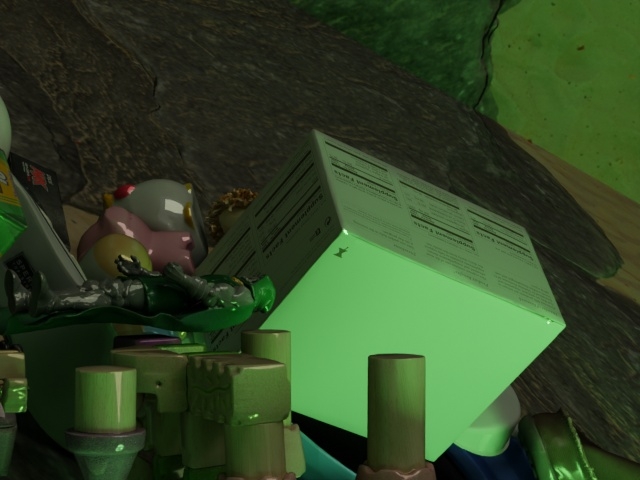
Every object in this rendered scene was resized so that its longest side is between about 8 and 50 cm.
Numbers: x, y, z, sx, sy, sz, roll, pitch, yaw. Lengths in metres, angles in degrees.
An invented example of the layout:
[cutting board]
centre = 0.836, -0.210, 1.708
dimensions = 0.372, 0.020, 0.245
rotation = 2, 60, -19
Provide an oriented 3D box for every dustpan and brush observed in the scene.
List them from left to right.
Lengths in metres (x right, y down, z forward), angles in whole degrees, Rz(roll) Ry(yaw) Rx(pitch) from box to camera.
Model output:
[dustpan and brush]
centre = 0.176, 0.178, 1.861
dimensions = 0.211, 0.060, 0.147
rotation = 17, 34, -27

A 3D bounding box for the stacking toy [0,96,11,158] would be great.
[stacking toy]
centre = -0.467, -0.244, 1.814
dimensions = 0.480, 0.351, 0.350
rotation = 58, 23, 9

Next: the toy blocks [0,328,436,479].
[toy blocks]
centre = -0.105, 0.208, 1.333
dimensions = 0.309, 0.260, 0.288
rotation = -1, 3, -27

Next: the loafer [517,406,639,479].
[loafer]
centre = 0.332, 0.271, 1.847
dimensions = 0.366, 0.130, 0.134
rotation = 43, 18, -35

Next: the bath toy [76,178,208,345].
[bath toy]
centre = -0.183, 0.036, 1.743
dimensions = 0.348, 0.129, 0.151
rotation = -93, 169, -65

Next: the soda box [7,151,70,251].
[soda box]
centre = -0.292, -0.022, 1.796
dimensions = 0.060, 0.053, 0.169
rotation = 25, 20, -25

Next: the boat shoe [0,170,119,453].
[boat shoe]
centre = -0.234, 0.055, 1.520
dimensions = 0.267, 0.096, 0.088
rotation = 60, 2, -11

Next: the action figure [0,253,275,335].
[action figure]
centre = -0.134, 0.045, 1.447
dimensions = 0.232, 0.063, 0.137
rotation = 0, 3, -37

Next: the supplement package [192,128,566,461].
[supplement package]
centre = 0.050, 0.057, 1.665
dimensions = 0.262, 0.204, 0.145
rotation = 24, 31, -30

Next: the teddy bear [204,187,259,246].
[teddy bear]
centre = 0.000, 0.000, 1.957
dimensions = 0.338, 0.245, 0.113
rotation = 24, 61, -56

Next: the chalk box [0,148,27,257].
[chalk box]
centre = -0.348, -0.046, 1.347
dimensions = 0.213, 0.132, 0.132
rotation = 35, 15, -34

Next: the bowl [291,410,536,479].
[bowl]
centre = 0.047, 0.189, 1.804
dimensions = 0.391, 0.077, 0.391
rotation = 31, 18, -11
